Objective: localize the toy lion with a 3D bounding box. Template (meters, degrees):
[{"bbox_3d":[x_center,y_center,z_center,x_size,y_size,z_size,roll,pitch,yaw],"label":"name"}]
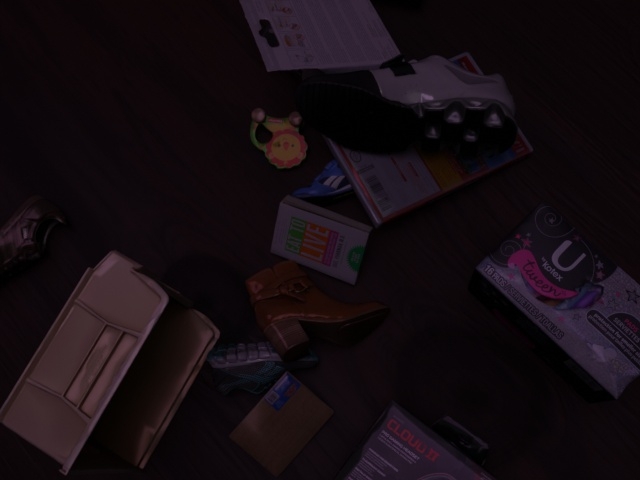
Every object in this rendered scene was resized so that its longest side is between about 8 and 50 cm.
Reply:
[{"bbox_3d":[-0.068,-0.163,1.269,0.100,0.034,0.096,7,83,8],"label":"toy lion"}]

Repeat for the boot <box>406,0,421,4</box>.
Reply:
[{"bbox_3d":[0.092,-0.528,1.316,0.207,0.094,0.247,12,82,5],"label":"boot"}]

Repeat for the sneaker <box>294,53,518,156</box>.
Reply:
[{"bbox_3d":[0.128,-0.217,1.176,0.330,0.122,0.146,8,52,0],"label":"sneaker"}]

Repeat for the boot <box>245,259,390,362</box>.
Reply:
[{"bbox_3d":[-0.006,0.089,1.169,0.197,0.073,0.152,-13,50,-24],"label":"boot"}]

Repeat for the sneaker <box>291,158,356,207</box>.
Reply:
[{"bbox_3d":[0.018,-0.093,1.229,0.144,0.053,0.059,-18,74,-8],"label":"sneaker"}]

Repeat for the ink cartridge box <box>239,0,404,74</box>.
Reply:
[{"bbox_3d":[-0.002,-0.315,1.227,0.224,0.056,0.181,-10,54,-17],"label":"ink cartridge box"}]

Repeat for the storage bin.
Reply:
[{"bbox_3d":[-0.273,0.177,1.074,0.123,0.262,0.260,27,79,14],"label":"storage bin"}]

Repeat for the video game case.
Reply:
[{"bbox_3d":[0.163,-0.164,1.221,0.285,0.025,0.204,-25,74,-12],"label":"video game case"}]

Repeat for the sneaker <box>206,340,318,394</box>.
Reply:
[{"bbox_3d":[-0.086,0.194,1.162,0.166,0.065,0.076,-2,104,-5],"label":"sneaker"}]

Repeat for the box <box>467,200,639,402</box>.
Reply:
[{"bbox_3d":[0.349,0.089,1.087,0.142,0.163,0.247,-45,76,-6],"label":"box"}]

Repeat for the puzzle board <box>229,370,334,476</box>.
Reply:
[{"bbox_3d":[-0.057,0.269,1.138,0.096,0.011,0.128,43,85,-9],"label":"puzzle board"}]

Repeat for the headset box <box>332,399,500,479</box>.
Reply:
[{"bbox_3d":[0.117,0.377,1.058,0.218,0.110,0.293,36,81,14],"label":"headset box"}]

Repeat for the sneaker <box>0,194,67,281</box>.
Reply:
[{"bbox_3d":[-0.486,0.016,1.239,0.071,0.066,0.188,32,80,12],"label":"sneaker"}]

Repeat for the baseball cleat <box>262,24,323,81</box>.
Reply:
[{"bbox_3d":[-0.021,-0.291,1.257,0.205,0.072,0.109,29,35,12],"label":"baseball cleat"}]

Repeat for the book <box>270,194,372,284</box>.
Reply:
[{"bbox_3d":[0.000,0.000,1.192,0.144,0.035,0.096,20,119,11],"label":"book"}]
